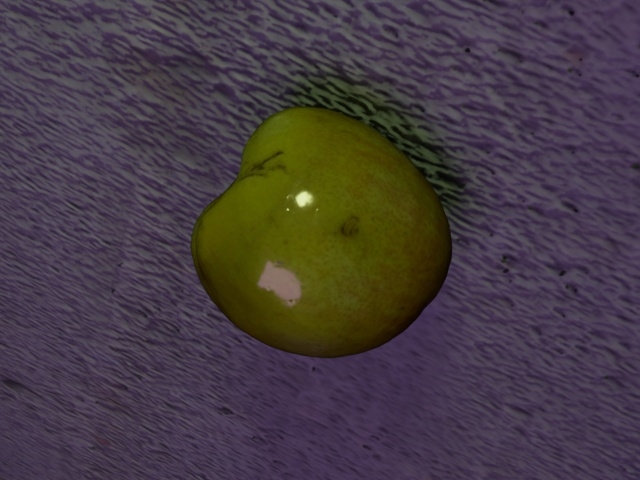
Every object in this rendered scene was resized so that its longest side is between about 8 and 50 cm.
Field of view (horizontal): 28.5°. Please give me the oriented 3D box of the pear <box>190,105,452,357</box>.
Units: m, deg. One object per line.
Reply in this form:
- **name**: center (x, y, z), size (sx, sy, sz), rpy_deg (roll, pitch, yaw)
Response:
- **pear**: center (0.000, 0.000, 0.999), size (0.200, 0.200, 0.200), rpy_deg (19, 144, 15)
